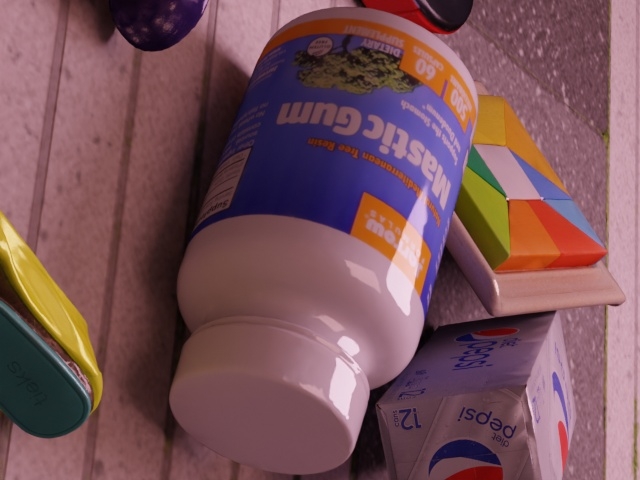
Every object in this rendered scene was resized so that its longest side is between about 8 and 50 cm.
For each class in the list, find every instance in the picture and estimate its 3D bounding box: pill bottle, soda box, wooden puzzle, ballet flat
[{"bbox_3d":[0.000,0.000,1.026,0.152,0.152,0.272,50,43,-37],"label":"pill bottle"},{"bbox_3d":[0.115,0.117,1.135,0.286,0.098,0.091,-31,112,-77],"label":"soda box"},{"bbox_3d":[0.130,-0.044,1.249,0.238,0.044,0.221,3,51,-58],"label":"wooden puzzle"},{"bbox_3d":[-0.183,0.005,0.836,0.231,0.077,0.077,57,18,-35],"label":"ballet flat"}]

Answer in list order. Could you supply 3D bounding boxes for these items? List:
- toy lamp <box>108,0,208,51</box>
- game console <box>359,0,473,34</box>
[{"bbox_3d":[-0.167,-0.181,0.890,0.274,0.080,0.080,27,60,-50],"label":"toy lamp"},{"bbox_3d":[0.027,-0.376,1.249,0.386,0.060,0.342,49,45,-39],"label":"game console"}]
